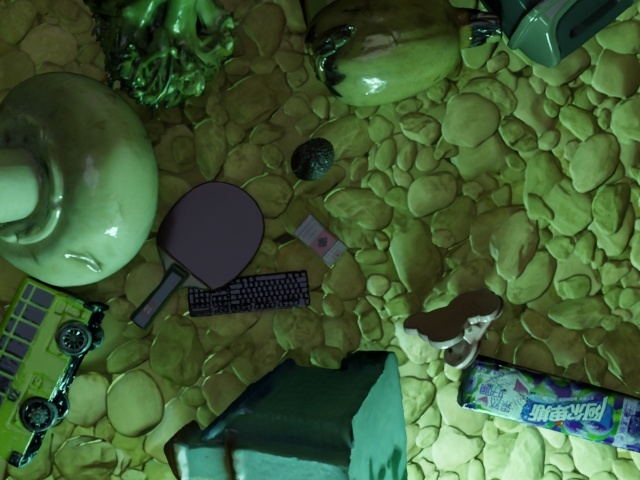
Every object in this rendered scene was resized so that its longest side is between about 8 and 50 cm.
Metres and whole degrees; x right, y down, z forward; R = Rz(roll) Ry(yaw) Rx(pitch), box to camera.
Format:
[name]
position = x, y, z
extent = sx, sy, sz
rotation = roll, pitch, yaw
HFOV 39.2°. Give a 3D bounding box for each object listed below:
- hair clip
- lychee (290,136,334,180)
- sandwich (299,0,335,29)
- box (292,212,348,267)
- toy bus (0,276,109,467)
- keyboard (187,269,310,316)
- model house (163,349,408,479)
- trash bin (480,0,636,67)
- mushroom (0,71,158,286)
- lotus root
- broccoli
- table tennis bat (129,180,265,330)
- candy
[hair clip]
position = 0.216, 0.123, 1.415
extent = 0.102, 0.123, 0.138
rotation = 34, 91, -30
[lychee]
position = -0.014, -0.129, 1.431
extent = 0.083, 0.068, 0.067
rotation = -32, 47, -21
[sandwich]
position = 0.019, -0.423, 1.396
extent = 0.117, 0.187, 0.144
rotation = -18, 82, -4
[box]
position = 0.000, 0.000, 1.453
extent = 0.083, 0.012, 0.046
rotation = 42, 84, 1
[toy bus]
position = -0.438, 0.194, 1.360
extent = 0.150, 0.128, 0.262
rotation = 25, 85, -2
[keyboard]
position = -0.115, 0.086, 1.440
extent = 0.195, 0.018, 0.060
rotation = -6, 85, -4
[model house]
position = -0.055, 0.336, 1.351
extent = 0.329, 0.252, 0.295
rotation = -2, 111, 19
[trash bin]
position = 0.341, -0.435, 1.418
extent = 0.209, 0.182, 0.290
rotation = -38, 84, -3
[mushroom]
position = -0.402, -0.079, 1.266
extent = 0.314, 0.336, 0.315
rotation = 8, 105, 31
[lotus root]
position = 0.131, -0.314, 1.401
extent = 0.309, 0.183, 0.183
rotation = -14, 88, -5
[broccoli]
position = -0.215, -0.349, 1.346
extent = 0.247, 0.245, 0.288
rotation = -13, 85, -32
[table tennis bat]
position = -0.203, 0.028, 1.428
extent = 0.154, 0.021, 0.274
rotation = 38, 81, 2
[candy]
position = 0.377, 0.260, 1.436
extent = 0.312, 0.061, 0.088
rotation = 15, 89, -2
